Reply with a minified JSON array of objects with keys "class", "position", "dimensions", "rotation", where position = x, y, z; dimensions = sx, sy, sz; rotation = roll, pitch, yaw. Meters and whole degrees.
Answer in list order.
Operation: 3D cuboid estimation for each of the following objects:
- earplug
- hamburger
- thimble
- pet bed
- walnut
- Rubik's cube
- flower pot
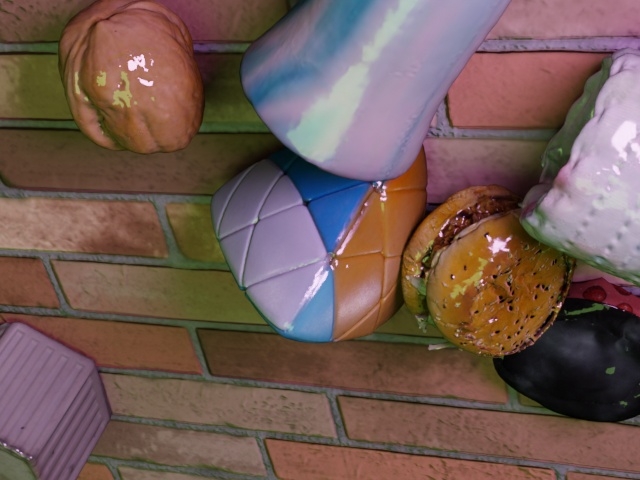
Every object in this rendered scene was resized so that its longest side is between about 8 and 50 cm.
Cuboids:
[{"class":"earplug","position":[0.081,-0.222,1.021],"dimensions":[0.185,0.185,0.324],"rotation":[31,129,-7]},{"class":"hamburger","position":[0.169,0.041,1.215],"dimensions":[0.177,0.113,0.185],"rotation":[22,103,-49]},{"class":"thimble","position":[0.278,-0.058,1.082],"dimensions":[0.149,0.185,0.211],"rotation":[26,168,0]},{"class":"pet bed","position":[0.289,0.124,1.323],"dimensions":[0.201,0.053,0.201],"rotation":[12,134,13]},{"class":"walnut","position":[-0.185,-0.162,1.199],"dimensions":[0.166,0.149,0.166],"rotation":[39,164,14]},{"class":"Rubik's cube","position":[0.000,0.000,1.285],"dimensions":[0.254,0.254,0.254],"rotation":[11,133,12]},{"class":"flower pot","position":[-0.420,0.248,1.626],"dimensions":[0.239,0.189,0.209],"rotation":[-18,121,33]}]
